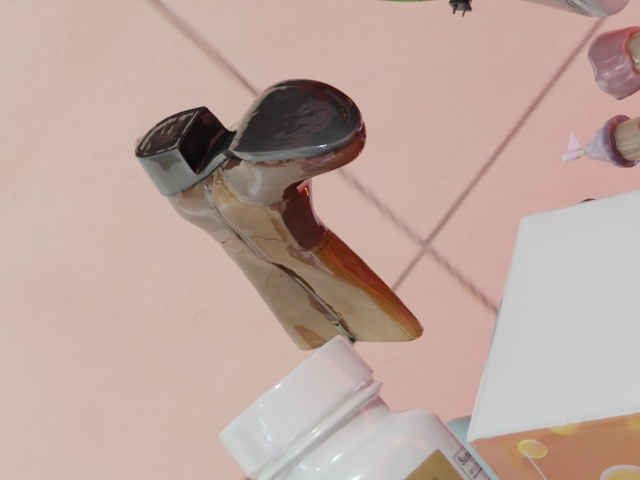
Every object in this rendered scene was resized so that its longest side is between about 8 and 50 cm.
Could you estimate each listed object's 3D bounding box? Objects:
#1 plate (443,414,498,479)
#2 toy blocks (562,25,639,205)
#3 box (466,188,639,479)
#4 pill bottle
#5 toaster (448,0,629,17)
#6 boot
[{"bbox_3d":[0.158,0.256,1.827,0.188,0.024,0.188,-3,57,4],"label":"plate"},{"bbox_3d":[0.328,-0.009,1.792,0.309,0.260,0.288,33,56,-32],"label":"toy blocks"},{"bbox_3d":[0.288,0.079,0.995,0.215,0.345,0.168,50,42,-33],"label":"box"},{"bbox_3d":[0.047,0.178,1.178,0.131,0.131,0.229,-38,85,-25],"label":"pill bottle"},{"bbox_3d":[0.200,-0.281,1.582,0.129,0.146,0.227,25,90,-52],"label":"toaster"},{"bbox_3d":[0.000,0.000,1.654,0.280,0.264,0.096,51,47,-27],"label":"boot"}]
